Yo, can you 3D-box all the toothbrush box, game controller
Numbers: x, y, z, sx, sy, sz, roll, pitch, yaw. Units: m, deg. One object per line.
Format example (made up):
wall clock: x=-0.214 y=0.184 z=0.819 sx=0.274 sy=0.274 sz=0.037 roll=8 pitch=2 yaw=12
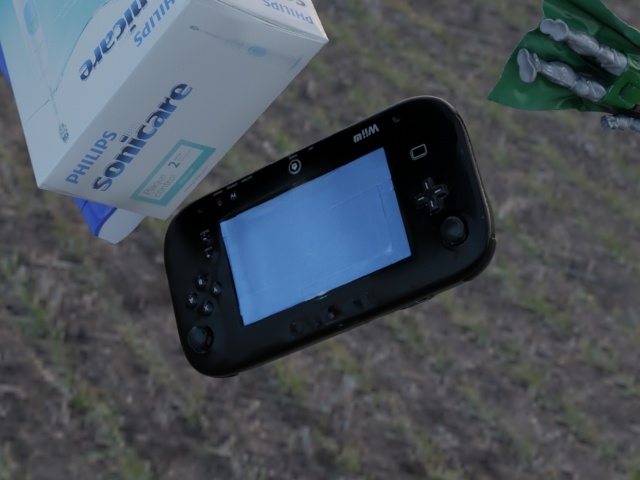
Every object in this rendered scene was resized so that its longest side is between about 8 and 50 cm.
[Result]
toothbrush box: x=-0.142 y=-0.200 z=1.226 sx=0.126 sy=0.216 sz=0.295 roll=16 pitch=40 yaw=-39
game controller: x=0.000 y=0.000 z=1.367 sx=0.319 sy=0.166 sz=0.067 roll=-24 pitch=-13 yaw=27

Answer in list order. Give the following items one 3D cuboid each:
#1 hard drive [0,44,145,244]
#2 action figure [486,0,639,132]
hard drive: x=-0.191 y=-0.178 z=1.453 sx=0.040 sy=0.210 sz=0.319 roll=26 pitch=24 yaw=-50
action figure: x=0.280 y=-0.146 z=1.474 sx=0.232 sy=0.137 sz=0.063 roll=16 pitch=33 yaw=-36
